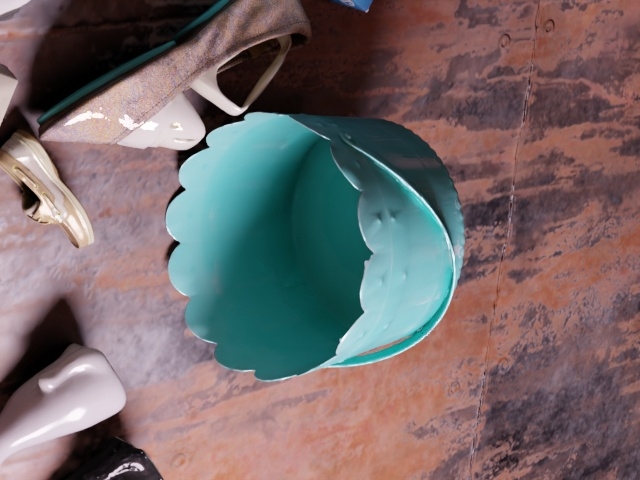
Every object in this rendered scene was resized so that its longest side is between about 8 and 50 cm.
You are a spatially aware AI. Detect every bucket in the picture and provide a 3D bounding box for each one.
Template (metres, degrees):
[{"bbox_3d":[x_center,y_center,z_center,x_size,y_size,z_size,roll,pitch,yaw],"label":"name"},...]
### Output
[{"bbox_3d":[0.000,0.000,1.584,0.183,0.281,0.281,-10,113,-47],"label":"bucket"}]

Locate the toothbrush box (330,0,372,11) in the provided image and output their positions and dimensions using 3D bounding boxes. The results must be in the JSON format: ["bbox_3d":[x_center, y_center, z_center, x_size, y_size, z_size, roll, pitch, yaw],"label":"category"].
[{"bbox_3d":[-0.022,-0.394,1.497,0.295,0.126,0.216,36,81,-47],"label":"toothbrush box"}]

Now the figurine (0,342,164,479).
[{"bbox_3d":[-0.277,0.231,1.533,0.209,0.092,0.215,-35,127,-25],"label":"figurine"}]

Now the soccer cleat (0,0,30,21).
[{"bbox_3d":[-0.244,-0.268,1.347,0.318,0.108,0.116,-27,120,-32],"label":"soccer cleat"}]

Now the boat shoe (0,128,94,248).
[{"bbox_3d":[-0.260,-0.041,1.464,0.045,0.050,0.135,-42,122,-20],"label":"boat shoe"}]

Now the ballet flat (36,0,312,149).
[{"bbox_3d":[-0.123,-0.153,1.495,0.316,0.107,0.106,-38,99,-27],"label":"ballet flat"}]

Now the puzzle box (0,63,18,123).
[{"bbox_3d":[-0.436,0.009,1.204,0.272,0.052,0.409,19,102,-30],"label":"puzzle box"}]
